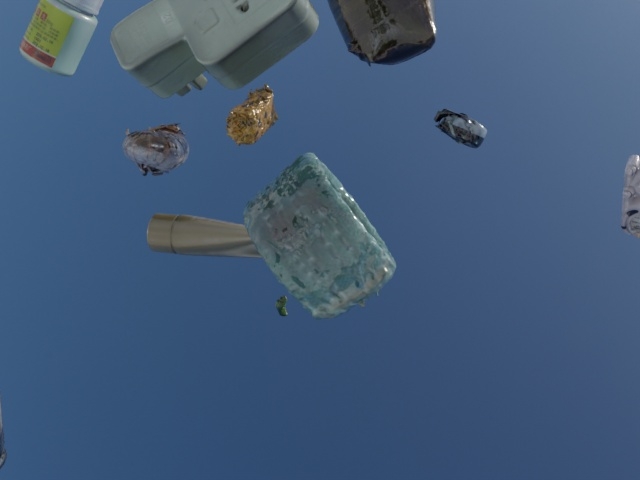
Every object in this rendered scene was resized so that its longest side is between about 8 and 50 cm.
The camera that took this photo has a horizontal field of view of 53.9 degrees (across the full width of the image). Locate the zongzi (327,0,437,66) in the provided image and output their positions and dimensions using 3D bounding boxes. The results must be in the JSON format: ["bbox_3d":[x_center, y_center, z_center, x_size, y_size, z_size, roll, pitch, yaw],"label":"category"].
[{"bbox_3d":[0.121,-0.584,1.333,0.207,0.404,0.432,-18,-165,22],"label":"zongzi"}]

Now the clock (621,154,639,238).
[{"bbox_3d":[0.626,-0.073,1.164,0.117,0.176,0.080,12,-133,32],"label":"clock"}]

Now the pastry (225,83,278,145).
[{"bbox_3d":[-0.111,-0.206,1.053,0.056,0.080,0.140,13,-141,16],"label":"pastry"}]

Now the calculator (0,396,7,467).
[{"bbox_3d":[-0.339,0.181,0.578,0.021,0.262,0.161,14,-148,-3],"label":"calculator"}]

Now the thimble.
[{"bbox_3d":[0.000,0.000,0.906,0.143,0.198,0.235,-39,-112,8],"label":"thimble"}]

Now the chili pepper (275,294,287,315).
[{"bbox_3d":[-0.085,0.143,1.388,0.027,0.083,0.022,36,-118,18],"label":"chili pepper"}]

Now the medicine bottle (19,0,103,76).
[{"bbox_3d":[-0.638,-0.535,1.561,0.139,0.139,0.226,43,-72,34],"label":"medicine bottle"}]

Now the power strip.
[{"bbox_3d":[-0.150,-0.306,0.898,0.261,0.141,0.230,-34,-118,10],"label":"power strip"}]

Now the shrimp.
[{"bbox_3d":[-0.369,-0.208,1.443,0.145,0.343,0.117,-8,-82,-4],"label":"shrimp"}]

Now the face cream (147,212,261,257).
[{"bbox_3d":[-0.182,-0.002,1.293,0.340,0.137,0.084,5,-112,9],"label":"face cream"}]

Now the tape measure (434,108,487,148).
[{"bbox_3d":[0.284,-0.221,1.257,0.094,0.091,0.054,33,-81,36],"label":"tape measure"}]
